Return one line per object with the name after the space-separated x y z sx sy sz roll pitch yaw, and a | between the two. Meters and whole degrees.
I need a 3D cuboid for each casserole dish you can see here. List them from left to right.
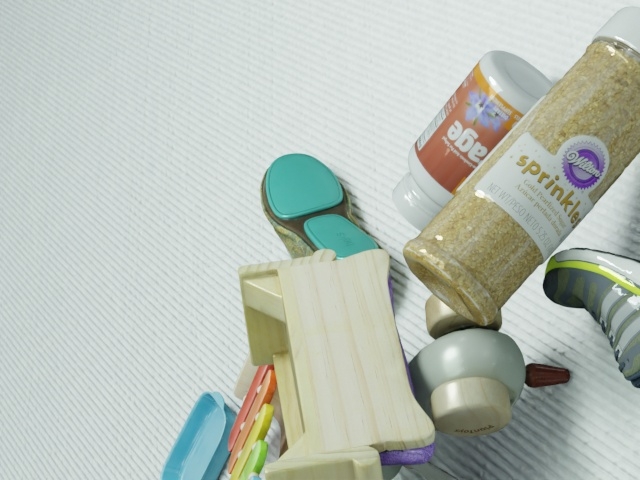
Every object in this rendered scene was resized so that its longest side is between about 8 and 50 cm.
-0.169 0.303 2.365 0.188 0.037 0.114 -62 30 11 | casserole dish

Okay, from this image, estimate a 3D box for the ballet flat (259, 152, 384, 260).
0.000 0.000 2.215 0.123 0.123 0.348 -61 29 15 | ballet flat

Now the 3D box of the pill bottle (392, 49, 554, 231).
0.181 -0.107 1.956 0.216 0.121 0.121 -53 34 28 | pill bottle

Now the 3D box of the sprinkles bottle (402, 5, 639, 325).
0.241 -0.077 1.710 0.355 0.121 0.121 -47 28 -9 | sprinkles bottle

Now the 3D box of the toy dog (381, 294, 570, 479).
0.153 0.178 1.843 0.334 0.161 0.220 154 127 -69 | toy dog

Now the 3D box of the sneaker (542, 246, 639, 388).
0.313 0.082 1.641 0.300 0.111 0.121 16 90 62 | sneaker

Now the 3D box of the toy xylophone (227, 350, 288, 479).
-0.061 0.245 2.094 0.322 0.081 0.236 -90 19 -58 | toy xylophone

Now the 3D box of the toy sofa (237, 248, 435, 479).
0.017 0.173 1.810 0.362 0.177 0.150 -103 5 -53 | toy sofa
